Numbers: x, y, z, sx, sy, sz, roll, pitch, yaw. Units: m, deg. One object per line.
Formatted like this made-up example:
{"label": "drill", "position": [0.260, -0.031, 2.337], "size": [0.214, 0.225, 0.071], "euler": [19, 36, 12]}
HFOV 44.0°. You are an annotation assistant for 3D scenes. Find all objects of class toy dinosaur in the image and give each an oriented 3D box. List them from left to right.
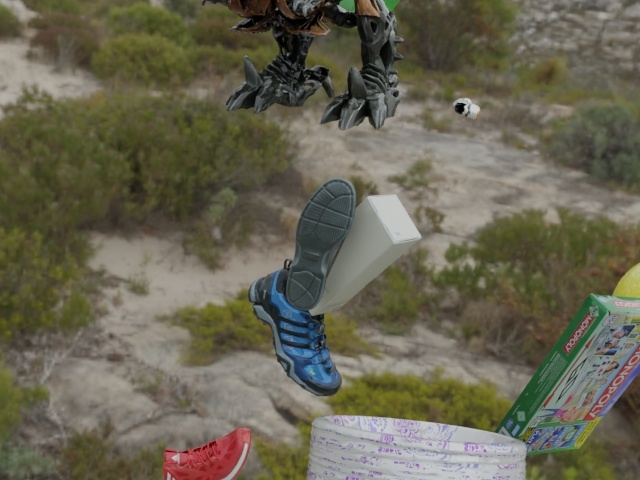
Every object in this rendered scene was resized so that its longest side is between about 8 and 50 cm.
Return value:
{"label": "toy dinosaur", "position": [0.008, -0.217, 0.679], "size": [0.321, 0.219, 0.164], "euler": [-11, 22, -28]}

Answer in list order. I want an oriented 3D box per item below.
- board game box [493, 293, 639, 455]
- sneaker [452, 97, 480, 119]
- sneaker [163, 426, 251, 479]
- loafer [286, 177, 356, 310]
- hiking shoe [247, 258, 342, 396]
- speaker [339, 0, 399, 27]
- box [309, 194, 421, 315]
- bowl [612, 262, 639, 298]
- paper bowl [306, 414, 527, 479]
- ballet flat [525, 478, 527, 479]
{"label": "board game box", "position": [0.436, 0.227, 1.309], "size": [0.213, 0.317, 0.046], "euler": [6, 32, -36]}
{"label": "sneaker", "position": [0.257, -0.244, 1.441], "size": [0.036, 0.032, 0.083], "euler": [10, 15, -22]}
{"label": "sneaker", "position": [-0.242, 0.444, 1.598], "size": [0.128, 0.221, 0.087], "euler": [28, 23, -24]}
{"label": "loafer", "position": [0.000, 0.000, 1.509], "size": [0.096, 0.268, 0.084], "euler": [22, 16, 6]}
{"label": "hiking shoe", "position": [-0.037, 0.198, 1.706], "size": [0.132, 0.304, 0.113], "euler": [-33, 1, 38]}
{"label": "speaker", "position": [-0.003, -0.459, 1.205], "size": [0.297, 0.131, 0.131], "euler": [51, 33, 19]}
{"label": "box", "position": [0.064, 0.031, 1.574], "size": [0.094, 0.275, 0.113], "euler": [-8, 63, -47]}
{"label": "bowl", "position": [0.760, 0.094, 1.658], "size": [0.289, 0.156, 0.289], "euler": [-3, 17, 1]}
{"label": "paper bowl", "position": [0.123, 0.319, 1.040], "size": [0.284, 0.148, 0.284], "euler": [6, -9, 1]}
{"label": "ballet flat", "position": [0.333, 0.466, 1.655], "size": [0.107, 0.106, 0.316], "euler": [8, -28, 51]}
